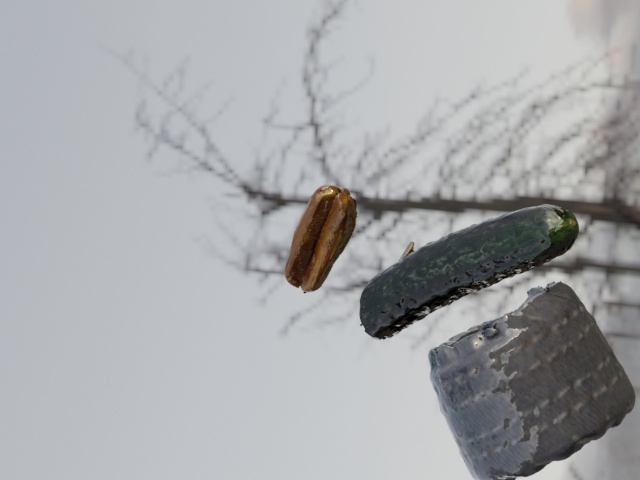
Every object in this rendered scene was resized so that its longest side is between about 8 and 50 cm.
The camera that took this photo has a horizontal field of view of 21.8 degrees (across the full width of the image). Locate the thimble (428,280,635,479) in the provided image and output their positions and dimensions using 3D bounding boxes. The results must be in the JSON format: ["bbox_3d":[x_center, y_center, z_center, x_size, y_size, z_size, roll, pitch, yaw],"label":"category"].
[{"bbox_3d":[0.229,0.151,1.816,0.172,0.205,0.236,64,-155,3],"label":"thimble"}]

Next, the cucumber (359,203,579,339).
[{"bbox_3d":[0.113,0.018,1.264,0.052,0.214,0.058,21,-123,-35],"label":"cucumber"}]

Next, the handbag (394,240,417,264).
[{"bbox_3d":[0.107,0.039,2.144,0.061,0.027,0.083,-55,1,20],"label":"handbag"}]

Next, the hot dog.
[{"bbox_3d":[0.001,0.000,1.893,0.038,0.062,0.144,-44,-22,-59],"label":"hot dog"}]
